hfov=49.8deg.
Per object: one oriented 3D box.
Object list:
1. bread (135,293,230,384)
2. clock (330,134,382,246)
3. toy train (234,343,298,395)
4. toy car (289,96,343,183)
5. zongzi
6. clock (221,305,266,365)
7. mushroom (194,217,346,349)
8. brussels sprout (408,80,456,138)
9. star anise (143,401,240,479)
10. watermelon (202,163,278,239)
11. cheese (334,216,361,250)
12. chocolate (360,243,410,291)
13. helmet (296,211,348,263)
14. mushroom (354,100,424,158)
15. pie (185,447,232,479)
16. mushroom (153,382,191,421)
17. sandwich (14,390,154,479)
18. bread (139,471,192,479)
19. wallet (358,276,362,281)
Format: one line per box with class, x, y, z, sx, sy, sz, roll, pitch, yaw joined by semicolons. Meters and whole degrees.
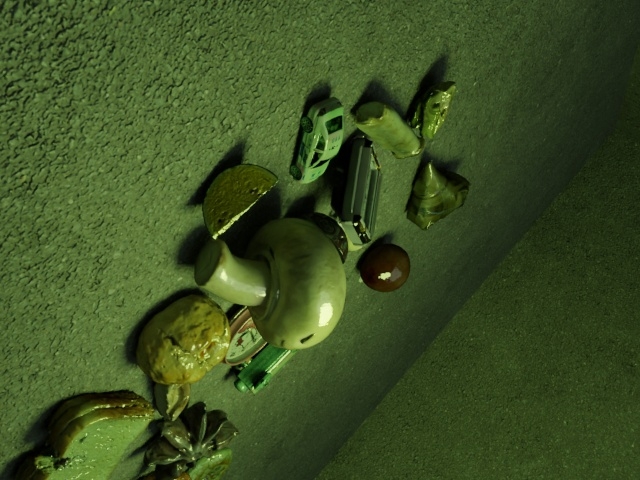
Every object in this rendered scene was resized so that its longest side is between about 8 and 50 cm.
bread;-0.312;0.244;1.626;0.244;0.134;0.244;-41;153;-26
clock;0.096;-0.127;1.777;0.186;0.084;0.253;57;40;-65
toy train;-0.148;0.353;2.103;0.285;0.116;0.177;-45;168;-14
toy car;-0.001;-0.218;1.578;0.090;0.076;0.224;-31;149;-40
zongzi;0.404;-0.195;2.249;0.251;0.125;0.274;-33;144;-32
clock;-0.197;0.244;1.912;0.244;0.056;0.244;-41;156;-23
mushroom;-0.088;0.075;1.617;0.315;0.356;0.315;-33;-163;12
brussels sprout;0.307;-0.362;1.881;0.139;0.101;0.181;-44;155;-38
star anise;-0.401;0.570;1.963;0.360;0.139;0.315;-4;122;-38
watermelon;-0.185;-0.102;1.417;0.181;0.092;0.075;-41;141;-1
cheese;0.091;-0.039;1.996;0.137;0.064;0.227;-56;156;4
chocolate;0.211;0.096;2.281;0.177;0.177;0.176;-39;153;-24
helmet;0.001;-0.012;1.774;0.107;0.177;0.153;-61;144;-33
mushroom;0.181;-0.284;1.777;0.100;0.081;0.312;-20;162;22
pie;-0.393;0.798;2.354;0.240;0.054;0.240;-38;154;-22
mushroom;-0.379;0.386;1.780;0.094;0.072;0.209;-33;154;-29
sandwich;-0.548;0.474;1.592;0.273;0.095;0.249;-54;152;10
bread;-0.492;0.745;2.084;0.233;0.076;0.104;2;112;-52
wallet;0.160;0.109;2.382;0.044;0.011;0.083;-21;143;-47
